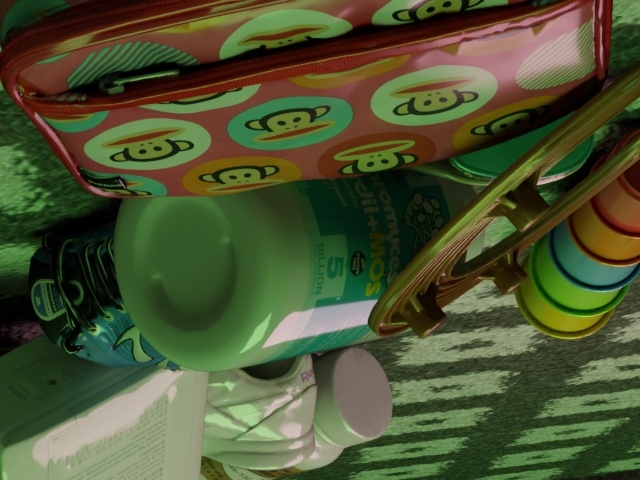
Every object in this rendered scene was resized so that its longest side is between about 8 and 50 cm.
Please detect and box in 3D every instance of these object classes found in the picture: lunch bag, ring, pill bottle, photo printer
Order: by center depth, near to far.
[{"bbox_3d":[-0.007,-0.122,0.820,0.293,0.120,0.258,-11,161,4],"label":"lunch bag"},{"bbox_3d":[0.168,-0.043,1.018,0.337,0.032,0.336,-38,170,-8],"label":"ring"},{"bbox_3d":[0.000,0.000,1.139,0.146,0.146,0.264,-20,172,39],"label":"pill bottle"},{"bbox_3d":[-0.220,0.220,1.528,0.256,0.107,0.307,-28,139,-38],"label":"photo printer"},{"bbox_3d":[-0.041,0.191,1.861,0.229,0.131,0.131,-20,160,37],"label":"pill bottle"}]

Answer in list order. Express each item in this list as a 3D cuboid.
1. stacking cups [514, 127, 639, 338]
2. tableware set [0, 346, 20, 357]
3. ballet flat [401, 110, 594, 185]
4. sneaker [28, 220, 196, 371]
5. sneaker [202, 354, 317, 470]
[{"bbox_3d":[0.227,0.000,1.375,0.096,0.096,0.316,-6,164,-5],"label":"stacking cups"},{"bbox_3d":[-0.354,0.114,1.617,0.194,0.039,0.128,6,155,-42],"label":"tableware set"},{"bbox_3d":[0.059,-0.079,1.082,0.248,0.086,0.086,4,161,-31],"label":"ballet flat"},{"bbox_3d":[-0.144,0.043,1.299,0.147,0.129,0.330,-6,165,-15],"label":"sneaker"},{"bbox_3d":[-0.151,0.147,1.713,0.305,0.152,0.114,3,-159,-12],"label":"sneaker"}]
